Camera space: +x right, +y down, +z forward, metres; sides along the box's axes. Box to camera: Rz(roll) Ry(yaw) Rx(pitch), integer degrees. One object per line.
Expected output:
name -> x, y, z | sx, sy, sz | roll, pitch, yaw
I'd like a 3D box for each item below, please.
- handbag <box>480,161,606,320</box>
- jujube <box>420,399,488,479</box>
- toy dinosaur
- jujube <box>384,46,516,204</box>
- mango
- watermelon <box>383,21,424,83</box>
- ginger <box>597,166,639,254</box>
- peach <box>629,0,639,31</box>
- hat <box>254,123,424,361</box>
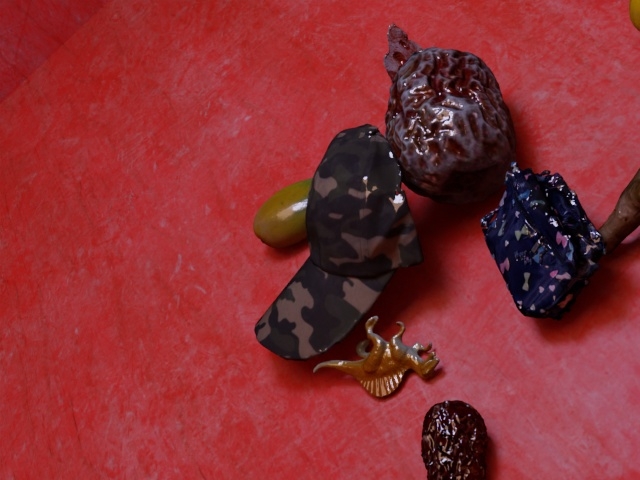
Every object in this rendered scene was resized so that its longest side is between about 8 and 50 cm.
handbag -> 0.345, -0.002, 1.715 | 0.260, 0.113, 0.162 | -108, 35, -50
jujube -> 0.197, 0.307, 1.603 | 0.104, 0.104, 0.165 | -23, 54, 27
toy dinosaur -> 0.097, 0.210, 1.836 | 0.212, 0.057, 0.142 | -42, 51, 22
jujube -> 0.224, -0.203, 1.958 | 0.226, 0.226, 0.317 | -29, 42, 21
mango -> -0.043, -0.059, 2.192 | 0.195, 0.092, 0.130 | -36, 34, -3
watermelon -> 0.181, -0.344, 2.220 | 0.121, 0.158, 0.098 | 33, 79, 26
ginger -> 0.532, -0.121, 1.657 | 0.333, 0.166, 0.080 | -41, 75, -5
peach -> 0.613, -0.407, 1.881 | 0.179, 0.103, 0.179 | -25, 44, 27
hat -> 0.000, 0.000, 1.943 | 0.382, 0.257, 0.366 | -35, 22, -4
